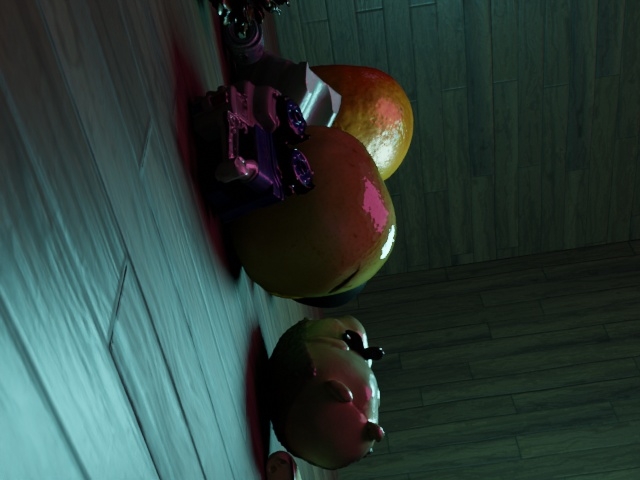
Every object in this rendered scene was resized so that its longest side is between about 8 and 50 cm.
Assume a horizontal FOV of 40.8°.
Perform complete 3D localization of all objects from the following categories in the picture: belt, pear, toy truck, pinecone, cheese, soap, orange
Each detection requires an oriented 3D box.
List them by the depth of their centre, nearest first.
[{"bbox_3d":[-0.120,-0.142,1.285,0.177,0.161,0.213,36,40,-54],"label":"toy truck"},{"bbox_3d":[-0.019,-0.047,1.497,0.309,0.309,0.309,-8,90,-88],"label":"pear"},{"bbox_3d":[-0.121,-0.490,1.524,0.221,0.221,0.221,-8,90,-88],"label":"pinecone"},{"bbox_3d":[-0.057,0.453,1.577,0.251,0.054,0.127,78,4,-74],"label":"cheese"},{"bbox_3d":[-0.170,-0.516,1.827,0.072,0.087,0.302,67,15,-69],"label":"belt"},{"bbox_3d":[-0.124,-0.253,1.875,0.159,0.258,0.302,22,97,-53],"label":"soap"},{"bbox_3d":[0.044,-0.296,2.310,0.424,0.424,0.326,9,79,-88],"label":"orange"}]

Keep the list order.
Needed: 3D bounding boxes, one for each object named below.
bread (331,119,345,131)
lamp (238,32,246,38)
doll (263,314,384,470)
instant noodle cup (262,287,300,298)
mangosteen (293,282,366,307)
[{"bbox_3d":[-0.051,-0.213,2.029,0.139,0.240,0.240,97,-11,-52],"label":"bread"},{"bbox_3d":[-0.194,-0.608,2.110,0.269,0.047,0.266,73,7,-76],"label":"lamp"},{"bbox_3d":[0.009,0.269,1.644,0.349,0.247,0.247,-121,-159,-71],"label":"doll"},{"bbox_3d":[-0.063,0.006,1.746,0.144,0.182,0.182,-116,-165,-64],"label":"instant noodle cup"},{"bbox_3d":[0.000,0.000,2.012,0.275,0.275,0.302,-95,-177,-56],"label":"mangosteen"}]
